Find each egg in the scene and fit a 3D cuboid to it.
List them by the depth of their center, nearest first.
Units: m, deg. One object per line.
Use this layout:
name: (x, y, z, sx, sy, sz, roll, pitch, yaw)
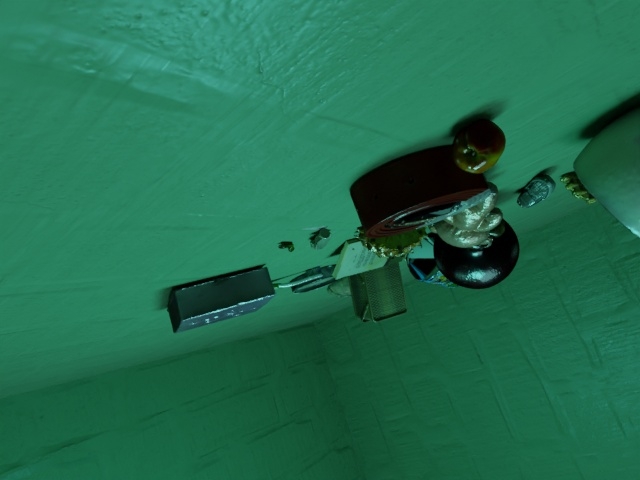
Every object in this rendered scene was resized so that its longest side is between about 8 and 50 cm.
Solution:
egg: (0.863, -0.195, 1.128, 0.355, 0.354, 0.340, -6, 145, -44)

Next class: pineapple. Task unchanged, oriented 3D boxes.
pineapple: (0.229, -0.003, 1.412, 0.233, 0.135, 0.079, -17, 166, -3)

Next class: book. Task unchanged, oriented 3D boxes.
book: (0.192, 0.039, 1.628, 0.290, 0.026, 0.201, -12, 145, -25)

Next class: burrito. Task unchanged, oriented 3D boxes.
burrito: (0.184, 0.173, 2.138, 0.175, 0.107, 0.348, 4, 154, -29)

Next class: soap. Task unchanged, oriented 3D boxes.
soap: (-0.321, 0.191, 1.485, 0.296, 0.107, 0.285, -13, 167, -23)

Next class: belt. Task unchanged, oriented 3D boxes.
belt: (0.232, -0.106, 1.044, 0.324, 0.115, 0.227, -16, 167, -17)

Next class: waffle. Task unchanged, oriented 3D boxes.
waffle: (0.952, -0.211, 1.717, 0.192, 0.161, 0.046, -46, 180, -39)

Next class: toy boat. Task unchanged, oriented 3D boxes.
toy boat: (0.728, -0.162, 1.597, 0.085, 0.078, 0.260, -35, 168, 0)

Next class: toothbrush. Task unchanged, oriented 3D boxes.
toothbrush: (-0.191, 0.174, 1.728, 0.418, 0.040, 0.042, -17, 168, -11)

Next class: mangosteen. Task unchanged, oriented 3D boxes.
mangosteen: (0.542, 0.029, 1.651, 0.297, 0.296, 0.313, -22, 170, 12)

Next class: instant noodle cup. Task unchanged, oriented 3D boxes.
instant noodle cup: (0.481, 0.081, 1.947, 0.178, 0.240, 0.240, 4, 154, -39)

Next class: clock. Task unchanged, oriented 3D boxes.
clock: (-0.013, 0.159, 1.902, 0.226, 0.049, 0.226, -19, 168, -4)

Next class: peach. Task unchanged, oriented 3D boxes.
peach: (0.303, -0.179, 0.901, 0.101, 0.100, 0.100, -18, 167, -5)

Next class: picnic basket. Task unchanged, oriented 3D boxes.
picnic basket: (0.212, 0.172, 1.797, 0.165, 0.266, 0.139, -12, -179, -24)

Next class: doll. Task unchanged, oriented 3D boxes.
doll: (0.441, -0.101, 1.389, 0.201, 0.156, 0.303, 19, 150, 12)

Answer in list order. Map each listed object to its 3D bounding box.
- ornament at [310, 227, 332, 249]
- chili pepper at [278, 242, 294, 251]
ornament: (0.001, -0.001, 1.299, 0.092, 0.041, 0.068, -44, 177, 35)
chili pepper: (-0.088, 0.017, 1.294, 0.027, 0.022, 0.083, -55, 160, 5)
